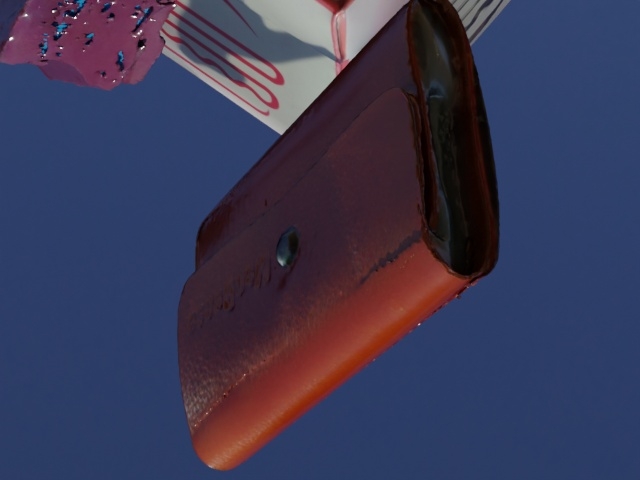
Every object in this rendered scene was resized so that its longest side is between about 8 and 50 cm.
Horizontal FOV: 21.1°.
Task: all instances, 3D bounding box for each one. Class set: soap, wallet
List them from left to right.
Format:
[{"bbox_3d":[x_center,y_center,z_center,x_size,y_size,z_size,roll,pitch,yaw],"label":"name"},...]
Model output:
[{"bbox_3d":[-0.147,-0.181,1.093,0.099,0.162,0.250,14,-179,-22],"label":"soap"},{"bbox_3d":[0.000,0.000,0.761,0.045,0.204,0.142,15,-126,-27],"label":"wallet"}]

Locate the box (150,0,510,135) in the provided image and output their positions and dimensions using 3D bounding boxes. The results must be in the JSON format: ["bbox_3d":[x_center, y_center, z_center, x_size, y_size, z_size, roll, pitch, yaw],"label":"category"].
[{"bbox_3d":[-0.003,-0.288,1.392,0.312,0.300,0.314,35,-109,18],"label":"box"}]
